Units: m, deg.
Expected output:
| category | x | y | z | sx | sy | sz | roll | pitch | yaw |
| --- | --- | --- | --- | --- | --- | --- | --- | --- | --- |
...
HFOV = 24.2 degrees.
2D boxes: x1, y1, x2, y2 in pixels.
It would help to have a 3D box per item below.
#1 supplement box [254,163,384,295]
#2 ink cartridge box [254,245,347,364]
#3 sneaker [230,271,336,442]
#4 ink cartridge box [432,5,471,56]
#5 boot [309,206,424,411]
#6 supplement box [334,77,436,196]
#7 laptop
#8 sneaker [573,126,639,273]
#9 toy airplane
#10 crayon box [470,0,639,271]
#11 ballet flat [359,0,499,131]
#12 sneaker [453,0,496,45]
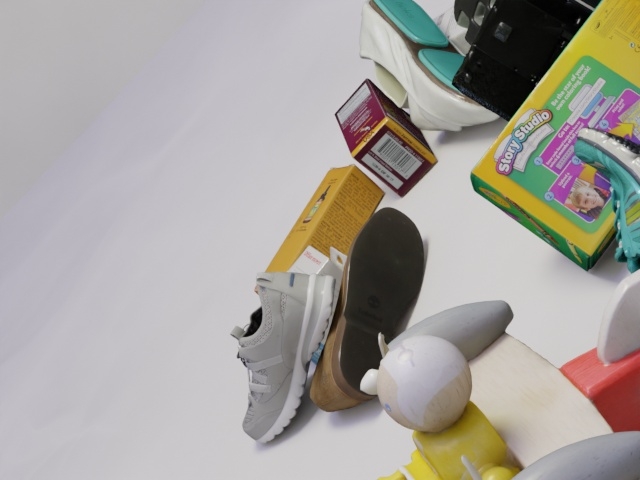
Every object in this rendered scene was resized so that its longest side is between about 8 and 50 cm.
| category | x | y | z | sx | sy | sz | roll | pitch | yaw |
| --- | --- | --- | --- | --- | --- | --- | --- | --- | --- |
| supplement box | 0.000 | 0.000 | 2.215 | 0.078 | 0.080 | 0.233 | -4 | 52 | 60 |
| ink cartridge box | -0.005 | 0.082 | 2.076 | 0.143 | 0.090 | 0.092 | -50 | 22 | -2 |
| sneaker | -0.066 | 0.145 | 1.973 | 0.105 | 0.115 | 0.281 | -79 | 6 | -58 |
| ink cartridge box | 0.217 | -0.319 | 2.323 | 0.135 | 0.056 | 0.099 | -28 | 32 | 44 |
| boot | 0.052 | 0.088 | 1.956 | 0.115 | 0.112 | 0.305 | -40 | 24 | 50 |
| supplement box | 0.095 | -0.156 | 2.239 | 0.081 | 0.104 | 0.188 | -46 | 22 | 13 |
| laptop | 0.336 | -0.246 | 1.830 | 0.136 | 0.234 | 0.264 | -9 | -49 | -61 |
| sneaker | 0.333 | -0.023 | 1.523 | 0.110 | 0.107 | 0.275 | -54 | 41 | 20 |
| toy airplane | 0.177 | 0.166 | 1.364 | 0.386 | 0.272 | 0.384 | -26 | 32 | 46 |
| crayon box | 0.316 | -0.127 | 1.679 | 0.278 | 0.165 | 0.081 | -52 | -16 | -3 |
| ballet flat | 0.160 | -0.238 | 2.205 | 0.139 | 0.139 | 0.400 | -47 | 37 | 9 |
| sneaker | 0.311 | -0.246 | 1.961 | 0.330 | 0.146 | 0.122 | 63 | 142 | 42 |
